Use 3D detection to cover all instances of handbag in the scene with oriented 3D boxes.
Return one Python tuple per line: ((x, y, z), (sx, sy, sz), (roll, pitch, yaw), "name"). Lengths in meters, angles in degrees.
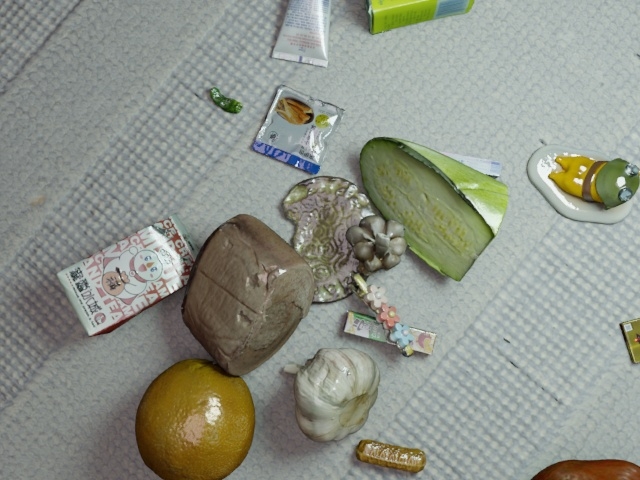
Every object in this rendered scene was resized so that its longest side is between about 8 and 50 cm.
((-0.407, 0.077, 1.453), (0.298, 0.151, 0.171), (-28, 90, -7), "handbag")

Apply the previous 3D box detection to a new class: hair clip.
((0.140, 0.158, 1.416), (0.062, 0.056, 0.214), (-29, 72, -41), "hair clip")

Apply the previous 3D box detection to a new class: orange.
((-0.260, 0.379, 1.369), (0.264, 0.264, 0.264), (0, 85, 3), "orange")

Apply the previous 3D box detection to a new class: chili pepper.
((-0.223, -0.327, 1.530), (0.091, 0.034, 0.030), (32, 55, 6), "chili pepper")

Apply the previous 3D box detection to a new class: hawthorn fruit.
((0.560, 0.569, 1.278), (0.312, 0.295, 0.294), (-6, 85, 6), "hawthorn fruit")

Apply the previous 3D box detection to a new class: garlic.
((0.006, 0.307, 1.400), (0.212, 0.219, 0.218), (28, 87, 39), "garlic")
((0.117, 0.002, 1.374), (0.131, 0.194, 0.127), (-5, 81, 7), "garlic")

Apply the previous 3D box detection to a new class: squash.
((0.212, -0.093, 1.382), (0.309, 0.233, 0.210), (23, 55, 0), "squash")

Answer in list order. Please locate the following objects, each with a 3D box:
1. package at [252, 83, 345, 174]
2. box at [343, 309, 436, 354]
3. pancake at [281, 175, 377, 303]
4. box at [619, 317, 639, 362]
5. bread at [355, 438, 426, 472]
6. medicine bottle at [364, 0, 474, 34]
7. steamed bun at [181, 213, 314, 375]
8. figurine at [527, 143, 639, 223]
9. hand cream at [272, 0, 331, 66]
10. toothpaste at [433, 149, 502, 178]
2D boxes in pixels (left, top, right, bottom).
((-0.051, -0.259, 1.511), (0.171, 0.027, 0.173), (22, 83, 5), "package")
((0.155, 0.206, 1.452), (0.207, 0.041, 0.049), (14, 84, 4), "box")
((0.000, 0.000, 1.486), (0.286, 0.033, 0.288), (-26, 84, 2), "pancake")
((0.739, 0.207, 1.426), (0.133, 0.023, 0.090), (-17, 83, 2), "box")
((0.155, 0.475, 1.427), (0.157, 0.044, 0.052), (10, 83, 4), "bread")
((0.218, -0.575, 1.467), (0.250, 0.141, 0.137), (-11, 87, 2), "medicine bottle")
((-0.142, 0.113, 1.393), (0.251, 0.199, 0.301), (41, 111, 35), "steamed bun")
((0.584, -0.132, 1.406), (0.250, 0.141, 0.166), (22, 88, 5), "figurine")
((-0.024, -0.538, 1.517), (0.133, 0.083, 0.247), (13, 97, 5), "hand cream")
((0.311, -0.177, 1.473), (0.196, 0.047, 0.040), (10, 89, 5), "toothpaste")
